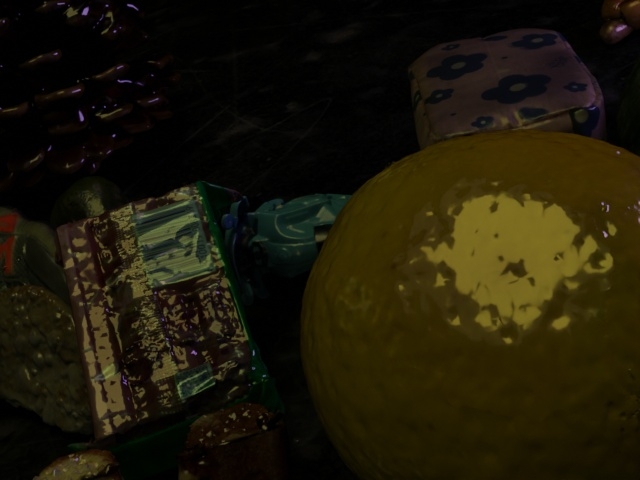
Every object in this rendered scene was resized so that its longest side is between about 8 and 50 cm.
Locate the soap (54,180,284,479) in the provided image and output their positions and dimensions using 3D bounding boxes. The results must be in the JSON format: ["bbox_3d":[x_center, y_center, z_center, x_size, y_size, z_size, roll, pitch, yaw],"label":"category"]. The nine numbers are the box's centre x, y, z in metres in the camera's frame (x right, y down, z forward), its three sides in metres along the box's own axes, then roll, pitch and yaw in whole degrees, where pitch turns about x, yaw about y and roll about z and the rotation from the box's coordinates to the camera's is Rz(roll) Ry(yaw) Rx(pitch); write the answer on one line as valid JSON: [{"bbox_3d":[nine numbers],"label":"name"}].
[{"bbox_3d":[-0.148,0.073,0.974,0.217,0.098,0.273,-20,53,-4],"label":"soap"}]

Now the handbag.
[{"bbox_3d":[0.201,-0.094,1.074,0.190,0.193,0.252,-10,30,5],"label":"handbag"}]

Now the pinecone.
[{"bbox_3d":[-0.436,-0.263,1.574,0.397,0.398,0.398,-15,31,9],"label":"pinecone"}]

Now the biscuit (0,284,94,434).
[{"bbox_3d":[-0.311,0.118,1.099,0.289,0.141,0.038,10,8,41],"label":"biscuit"}]

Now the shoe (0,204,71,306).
[{"bbox_3d":[-0.381,0.065,1.231,0.171,0.132,0.336,-40,34,-21],"label":"shoe"}]

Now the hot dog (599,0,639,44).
[{"bbox_3d":[0.444,-0.327,1.432,0.089,0.060,0.140,3,31,40],"label":"hot dog"}]

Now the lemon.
[{"bbox_3d":[0.147,0.074,0.740,0.335,0.336,0.336,-15,31,9],"label":"lemon"}]

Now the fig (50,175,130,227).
[{"bbox_3d":[-0.274,0.000,1.294,0.117,0.117,0.177,-31,48,-17],"label":"fig"}]

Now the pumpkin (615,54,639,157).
[{"bbox_3d":[0.432,-0.127,0.975,0.300,0.207,0.300,-15,31,9],"label":"pumpkin"}]

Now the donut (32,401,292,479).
[{"bbox_3d":[-0.128,0.216,0.834,0.217,0.141,0.085,-12,12,-7],"label":"donut"}]

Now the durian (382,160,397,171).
[{"bbox_3d":[0.104,-0.060,1.188,0.080,0.080,0.091,-14,38,10],"label":"durian"}]

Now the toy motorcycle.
[{"bbox_3d":[0.000,0.000,1.116,0.272,0.124,0.182,4,28,35],"label":"toy motorcycle"}]
